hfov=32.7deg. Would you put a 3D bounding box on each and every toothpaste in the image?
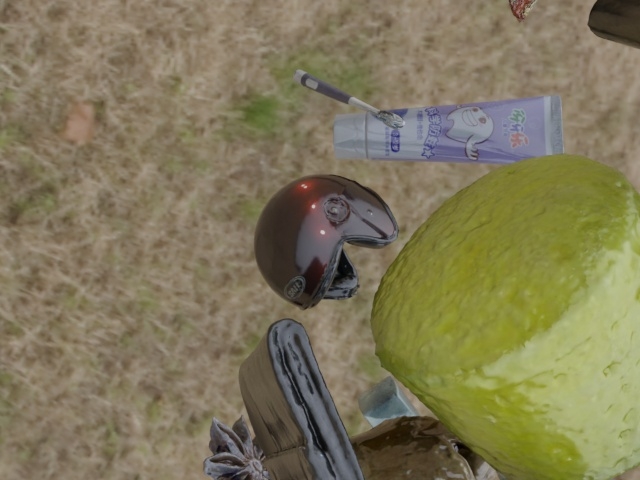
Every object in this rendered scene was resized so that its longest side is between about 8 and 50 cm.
[{"bbox_3d":[0.209,-0.176,1.790,0.080,0.371,0.125,70,21,-71],"label":"toothpaste"}]

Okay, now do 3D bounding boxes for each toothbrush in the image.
[{"bbox_3d":[0.035,-0.219,1.668,0.026,0.288,0.024,17,102,-39],"label":"toothbrush"}]

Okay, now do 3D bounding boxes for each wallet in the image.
[{"bbox_3d":[-0.034,0.231,1.339,0.062,0.406,0.228,-18,80,-12],"label":"wallet"}]

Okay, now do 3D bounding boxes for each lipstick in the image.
[{"bbox_3d":[0.164,0.345,1.744,0.076,0.077,0.290,-32,110,7],"label":"lipstick"}]

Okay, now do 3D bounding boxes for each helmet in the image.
[{"bbox_3d":[0.000,0.000,1.607,0.189,0.193,0.216,-55,-172,49],"label":"helmet"}]

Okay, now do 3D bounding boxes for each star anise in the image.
[{"bbox_3d":[-0.130,0.405,1.866,0.230,0.081,0.262,57,30,-13],"label":"star anise"}]

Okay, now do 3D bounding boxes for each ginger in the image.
[{"bbox_3d":[0.109,0.344,1.515,0.221,0.275,0.130,-48,127,-40],"label":"ginger"}]

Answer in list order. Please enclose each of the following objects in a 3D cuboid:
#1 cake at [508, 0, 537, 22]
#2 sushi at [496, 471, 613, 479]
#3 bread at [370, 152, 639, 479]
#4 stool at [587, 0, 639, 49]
[{"bbox_3d":[0.287,-0.391,1.252,0.158,0.159,0.262,52,39,-66],"label":"cake"},{"bbox_3d":[0.382,0.366,1.784,0.127,0.225,0.124,-32,96,-21],"label":"sushi"},{"bbox_3d":[0.260,0.096,1.281,0.308,0.348,0.348,48,65,-30],"label":"bread"},{"bbox_3d":[0.499,-0.231,1.146,0.310,0.226,0.310,38,101,-29],"label":"stool"}]
